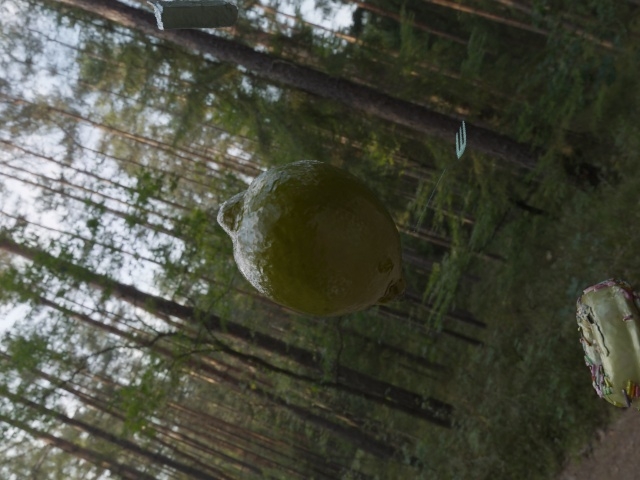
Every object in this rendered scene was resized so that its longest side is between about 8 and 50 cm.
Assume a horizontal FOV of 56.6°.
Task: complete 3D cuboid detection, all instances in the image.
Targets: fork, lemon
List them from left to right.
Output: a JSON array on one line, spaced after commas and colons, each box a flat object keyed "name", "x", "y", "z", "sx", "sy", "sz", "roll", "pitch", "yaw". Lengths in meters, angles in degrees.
[{"name": "lemon", "x": 0.000, "y": 0.000, "z": 0.714, "sx": 0.184, "sy": 0.248, "sz": 0.184, "roll": -59, "pitch": 14, "yaw": 24}, {"name": "fork", "x": 0.180, "y": -0.088, "z": 0.867, "sx": 0.039, "sy": 0.021, "sz": 0.235, "roll": 102, "pitch": -166, "yaw": -55}]

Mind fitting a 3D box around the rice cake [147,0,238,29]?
[{"name": "rice cake", "x": -0.293, "y": -0.528, "z": 1.392, "sx": 0.206, "sy": 0.069, "sz": 0.063, "roll": -15, "pitch": -56, "yaw": -29}]

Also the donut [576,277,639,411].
[{"name": "donut", "x": 0.384, "y": 0.136, "z": 0.780, "sx": 0.174, "sy": 0.068, "sz": 0.174, "roll": -11, "pitch": -90, "yaw": -79}]
